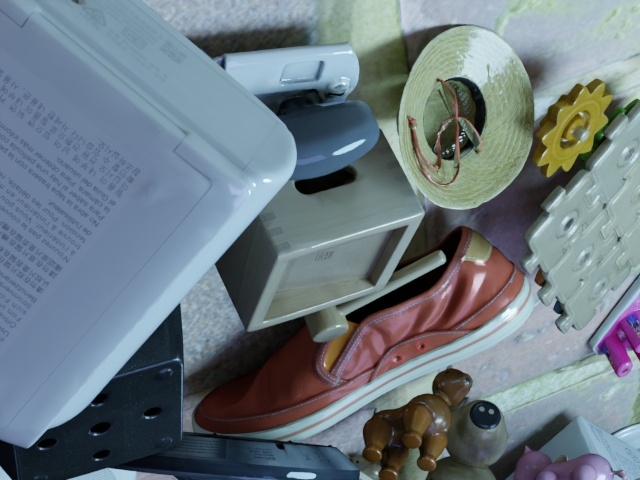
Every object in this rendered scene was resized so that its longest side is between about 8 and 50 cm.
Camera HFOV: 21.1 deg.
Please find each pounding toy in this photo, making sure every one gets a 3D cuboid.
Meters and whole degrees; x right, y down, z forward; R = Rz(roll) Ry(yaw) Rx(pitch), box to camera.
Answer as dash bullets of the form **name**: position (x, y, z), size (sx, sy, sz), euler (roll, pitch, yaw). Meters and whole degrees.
- **pounding toy**: position (0.007, 0.000, 1.381), size (0.181, 0.094, 0.206), euler (-17, 157, -23)

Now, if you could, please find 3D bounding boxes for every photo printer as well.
- **photo printer**: position (-0.199, -0.025, 1.065), size (0.307, 0.256, 0.107), euler (-48, -174, 30)

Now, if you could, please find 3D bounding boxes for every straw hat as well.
- **straw hat**: position (0.093, -0.093, 1.318), size (0.144, 0.144, 0.061), euler (3, 179, -38)

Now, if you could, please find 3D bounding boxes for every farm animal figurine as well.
- **farm animal figurine**: position (0.171, 0.260, 1.756), size (0.330, 0.172, 0.327), euler (30, 128, -9)

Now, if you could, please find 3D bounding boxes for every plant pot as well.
- **plant pot**: position (-0.188, 0.073, 1.273), size (0.187, 0.167, 0.188), euler (-15, 147, -16)

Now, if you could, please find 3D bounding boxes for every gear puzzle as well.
- **gear puzzle**: position (0.224, -0.039, 1.465), size (0.175, 0.044, 0.339), euler (-49, 152, -5)

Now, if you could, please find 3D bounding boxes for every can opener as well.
- **can opener**: position (-0.093, -0.082, 1.179), size (0.283, 0.095, 0.076), euler (-10, 144, -24)

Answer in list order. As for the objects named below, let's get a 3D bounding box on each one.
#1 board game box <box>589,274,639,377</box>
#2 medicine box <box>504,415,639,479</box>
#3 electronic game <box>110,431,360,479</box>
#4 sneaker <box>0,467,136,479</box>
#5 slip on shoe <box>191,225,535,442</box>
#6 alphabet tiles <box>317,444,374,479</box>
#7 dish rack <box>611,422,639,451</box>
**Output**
- **board game box**: position (0.521, -0.004, 1.759), size (0.390, 0.050, 0.390), euler (-4, 142, -31)
- **medicine box**: position (0.311, 0.379, 1.961), size (0.289, 0.149, 0.263), euler (31, 113, -35)
- **electronic game**: position (-0.082, 0.182, 1.398), size (0.229, 0.048, 0.229), euler (5, 174, 1)
- **sneaker**: position (-0.332, 0.278, 1.381), size (0.447, 0.257, 0.169), euler (-6, 143, -29)
- **slip on shoe**: position (0.023, 0.086, 1.511), size (0.331, 0.123, 0.101), euler (-27, 111, 17)
- **alphabet tiles**: position (-0.019, 0.237, 1.614), size (0.237, 0.009, 0.198), euler (-7, 146, 45)
- **dish rack**: position (0.312, 0.364, 2.130), size (0.333, 0.072, 0.285), euler (-32, 146, 8)
